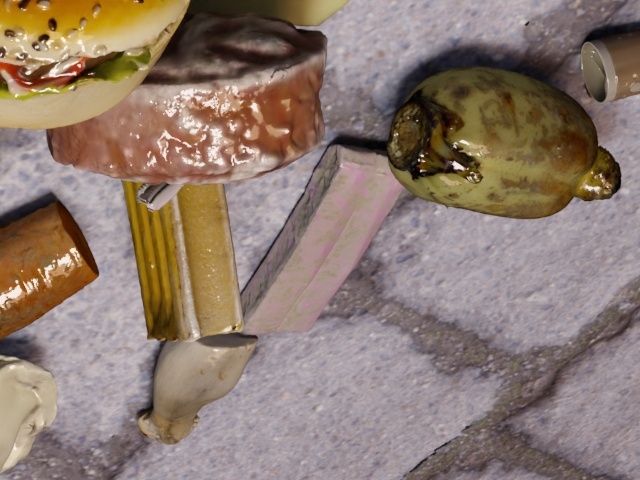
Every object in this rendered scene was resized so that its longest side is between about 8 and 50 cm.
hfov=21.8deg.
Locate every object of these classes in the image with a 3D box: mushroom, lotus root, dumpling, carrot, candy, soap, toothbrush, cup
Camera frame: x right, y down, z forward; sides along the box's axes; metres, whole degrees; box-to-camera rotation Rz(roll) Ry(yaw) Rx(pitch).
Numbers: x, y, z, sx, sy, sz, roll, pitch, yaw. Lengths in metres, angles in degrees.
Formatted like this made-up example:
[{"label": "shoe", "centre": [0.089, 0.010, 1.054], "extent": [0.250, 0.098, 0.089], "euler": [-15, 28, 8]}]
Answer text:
[{"label": "mushroom", "centre": [-0.162, 0.183, 2.076], "extent": [0.116, 0.093, 0.225], "euler": [4, 133, -37]}, {"label": "lotus root", "centre": [0.210, -0.101, 1.898], "extent": [0.309, 0.173, 0.173], "euler": [10, 129, -34]}, {"label": "dumpling", "centre": [-0.416, 0.218, 1.959], "extent": [0.250, 0.132, 0.162], "euler": [-29, 137, 6]}, {"label": "carrot", "centre": [-0.394, 0.067, 1.807], "extent": [0.301, 0.139, 0.139], "euler": [-24, 140, 0]}, {"label": "candy", "centre": [-0.134, -0.137, 1.615], "extent": [0.289, 0.214, 0.157], "euler": [-1, 112, 8]}, {"label": "soap", "centre": [-0.153, -0.024, 1.780], "extent": [0.080, 0.258, 0.160], "euler": [-8, -179, -23]}, {"label": "toothbrush", "centre": [-0.090, -0.116, 1.721], "extent": [0.288, 0.026, 0.024], "euler": [-44, 151, -35]}, {"label": "cup", "centre": [0.360, -0.195, 1.930], "extent": [0.099, 0.074, 0.102], "euler": [-15, 140, -11]}]

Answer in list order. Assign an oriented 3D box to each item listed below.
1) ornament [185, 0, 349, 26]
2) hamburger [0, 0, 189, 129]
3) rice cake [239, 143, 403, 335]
[{"label": "ornament", "centre": [-0.077, -0.272, 1.653], "extent": [0.180, 0.059, 0.201], "euler": [-33, 139, 27]}, {"label": "hamburger", "centre": [-0.248, -0.236, 1.420], "extent": [0.300, 0.300, 0.176], "euler": [-6, 149, -20]}, {"label": "rice cake", "centre": [0.001, 0.001, 1.989], "extent": [0.106, 0.050, 0.298], "euler": [7, 131, -31]}]
